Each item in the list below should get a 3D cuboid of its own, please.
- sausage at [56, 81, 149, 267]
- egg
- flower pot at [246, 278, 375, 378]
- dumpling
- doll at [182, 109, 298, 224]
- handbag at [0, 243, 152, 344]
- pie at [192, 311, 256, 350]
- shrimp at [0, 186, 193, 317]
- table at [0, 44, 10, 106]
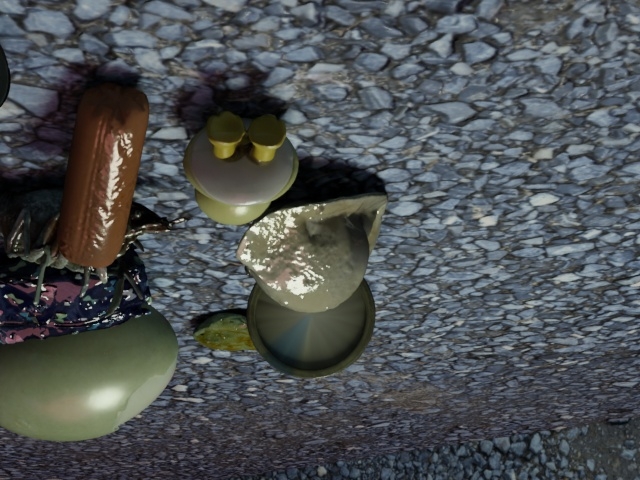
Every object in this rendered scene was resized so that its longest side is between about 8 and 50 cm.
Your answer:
[{"bbox_3d":[-0.268,-0.073,1.368,0.086,0.086,0.289,4,138,-17],"label":"sausage"},{"bbox_3d":[-0.408,0.198,1.888,0.336,0.278,0.278,5,159,-1],"label":"egg"},{"bbox_3d":[-0.006,0.134,1.922,0.212,0.212,0.202,-4,171,5],"label":"flower pot"},{"bbox_3d":[0.003,0.005,1.607,0.227,0.175,0.243,-36,-174,15],"label":"dumpling"},{"bbox_3d":[-0.106,-0.088,1.426,0.141,0.117,0.296,-1,173,-10],"label":"doll"},{"bbox_3d":[-0.392,0.073,1.704,0.260,0.113,0.162,-10,135,-13],"label":"handbag"},{"bbox_3d":[-0.157,0.178,2.206,0.186,0.041,0.187,-2,159,-1],"label":"pie"},{"bbox_3d":[-0.392,-0.004,1.557,0.410,0.166,0.221,12,-168,0],"label":"shrimp"},{"bbox_3d":[-0.441,-0.148,1.186,0.220,0.126,0.126,-21,153,40],"label":"table"}]
